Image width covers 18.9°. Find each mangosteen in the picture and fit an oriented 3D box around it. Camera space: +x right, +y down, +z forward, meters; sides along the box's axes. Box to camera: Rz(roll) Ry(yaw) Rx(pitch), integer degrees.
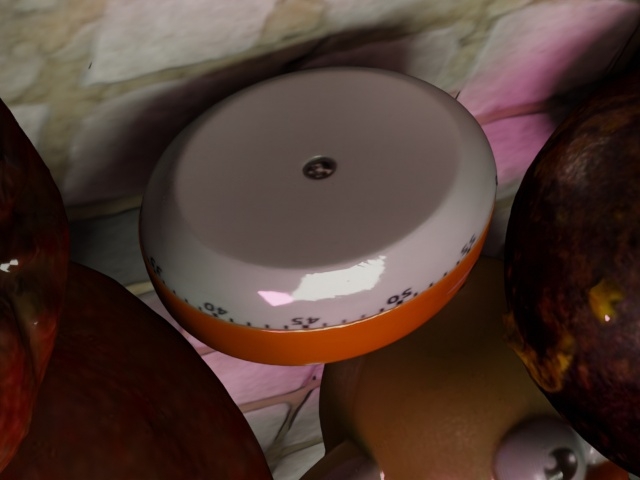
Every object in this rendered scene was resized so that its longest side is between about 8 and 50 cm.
[{"bbox_3d":[0.181,-0.001,0.761,0.192,0.192,0.217,-5,152,-36],"label":"mangosteen"}]

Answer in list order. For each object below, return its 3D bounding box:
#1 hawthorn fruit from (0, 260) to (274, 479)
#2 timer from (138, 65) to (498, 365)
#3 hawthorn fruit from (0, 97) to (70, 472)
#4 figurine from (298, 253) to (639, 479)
[{"bbox_3d":[-0.102,0.135,0.691,0.208,0.208,0.248,-27,114,10],"label":"hawthorn fruit"},{"bbox_3d":[0.000,0.000,0.707,0.136,0.099,0.136,-6,150,-4],"label":"timer"},{"bbox_3d":[-0.173,0.015,0.540,0.194,0.157,0.157,-7,160,15],"label":"hawthorn fruit"},{"bbox_3d":[0.086,0.136,0.917,0.167,0.285,0.342,-4,-152,30],"label":"figurine"}]
